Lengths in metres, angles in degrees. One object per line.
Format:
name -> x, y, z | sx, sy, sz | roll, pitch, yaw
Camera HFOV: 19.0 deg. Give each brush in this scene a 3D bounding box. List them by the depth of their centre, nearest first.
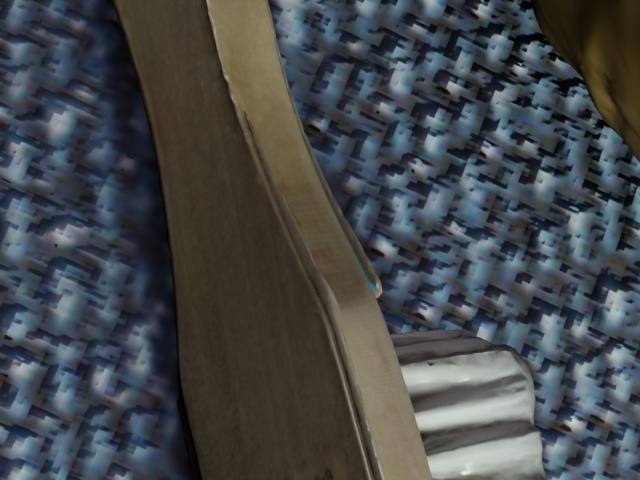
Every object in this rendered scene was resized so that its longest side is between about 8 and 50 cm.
brush -> 0.000, 0.000, 0.426 | 0.065, 0.070, 0.327 | -7, 75, -36

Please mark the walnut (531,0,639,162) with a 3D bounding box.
walnut -> 0.157, -0.127, 0.389 | 0.285, 0.285, 0.296 | -30, 126, -20
